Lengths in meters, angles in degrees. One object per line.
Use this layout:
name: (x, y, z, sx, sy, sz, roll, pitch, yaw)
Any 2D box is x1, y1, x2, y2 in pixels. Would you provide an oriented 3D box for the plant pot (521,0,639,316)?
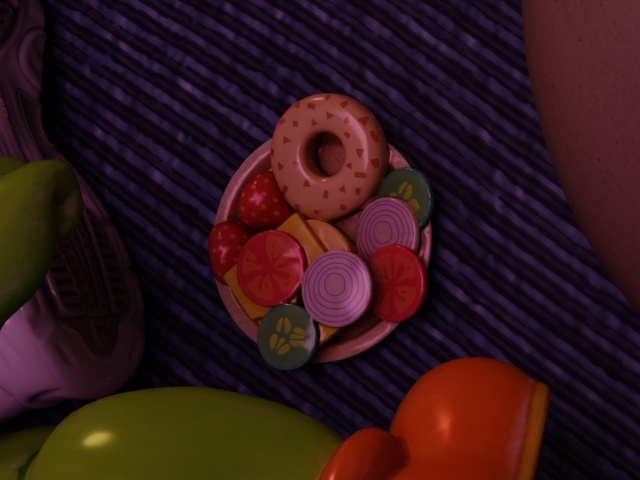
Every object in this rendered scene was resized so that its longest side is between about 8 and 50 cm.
plant pot: (0.168, -0.076, 0.481, 0.284, 0.191, 0.284, -3, 82, 24)

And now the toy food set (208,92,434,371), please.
toy food set: (0.000, 0.000, 0.644, 0.083, 0.020, 0.082, -41, 69, 15)

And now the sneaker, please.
sneaker: (-0.151, -0.037, 0.685, 0.115, 0.090, 0.232, -26, 72, 24)

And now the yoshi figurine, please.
yoshi figurine: (-0.116, 0.091, 0.592, 0.362, 0.203, 0.204, 4, 67, 7)
